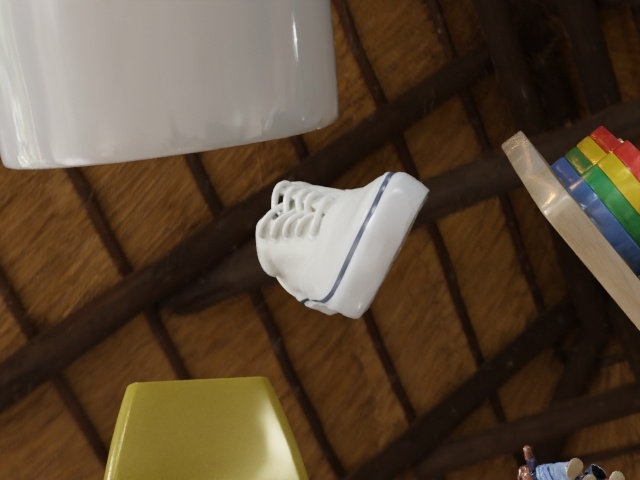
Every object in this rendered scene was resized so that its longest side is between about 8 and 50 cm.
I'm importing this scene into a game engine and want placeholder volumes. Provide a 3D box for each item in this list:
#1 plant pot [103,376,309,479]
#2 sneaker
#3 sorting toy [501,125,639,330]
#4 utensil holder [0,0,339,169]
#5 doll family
[{"bbox_3d":[-0.121,0.249,1.096,0.212,0.187,0.212,-2,-26,-11],"label":"plant pot"},{"bbox_3d":[0.000,0.000,0.758,0.091,0.258,0.094,30,-107,-5],"label":"sneaker"},{"bbox_3d":[0.281,0.012,0.917,0.089,0.255,0.257,-39,-79,12],"label":"sorting toy"},{"bbox_3d":[-0.154,-0.273,0.933,0.327,0.327,0.386,-7,-81,6],"label":"utensil holder"},{"bbox_3d":[0.290,0.292,1.176,0.076,0.111,0.193,-30,-88,-19],"label":"doll family"}]
